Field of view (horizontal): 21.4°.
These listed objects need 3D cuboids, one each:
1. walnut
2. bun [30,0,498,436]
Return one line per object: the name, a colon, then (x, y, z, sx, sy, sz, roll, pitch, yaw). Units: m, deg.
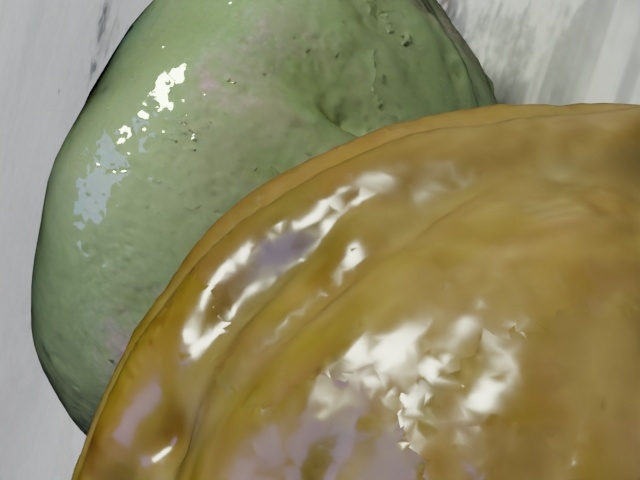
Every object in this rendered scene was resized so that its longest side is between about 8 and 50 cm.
walnut: (0.056, 0.114, 0.594, 0.306, 0.306, 0.344, 37, 108, 58)
bun: (0.000, 0.000, 0.802, 0.179, 0.283, 0.283, 27, 107, 24)
